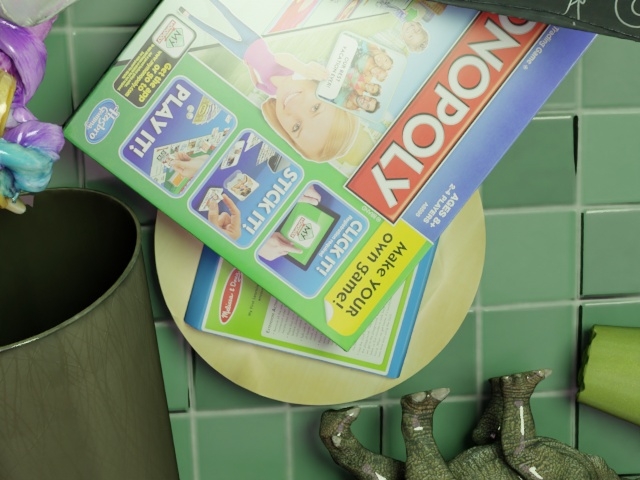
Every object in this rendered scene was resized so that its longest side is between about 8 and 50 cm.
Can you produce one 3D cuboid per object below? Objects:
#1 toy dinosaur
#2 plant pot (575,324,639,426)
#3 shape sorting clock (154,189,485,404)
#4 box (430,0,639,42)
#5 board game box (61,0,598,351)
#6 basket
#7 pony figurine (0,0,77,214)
[{"bbox_3d":[0.087,0.169,0.985,0.313,0.121,0.160,-10,84,-15],"label":"toy dinosaur"},{"bbox_3d":[0.205,0.086,1.014,0.079,0.083,0.083,13,105,5],"label":"plant pot"},{"bbox_3d":[0.000,0.000,0.992,0.206,0.040,0.206,-1,99,-9],"label":"shape sorting clock"},{"bbox_3d":[0.119,-0.248,0.789,0.163,0.142,0.247,10,124,-10],"label":"box"},{"bbox_3d":[0.029,-0.123,0.934,0.213,0.046,0.317,37,91,-11],"label":"board game box"},{"bbox_3d":[-0.159,0.113,0.951,0.154,0.204,0.227,-9,115,3],"label":"basket"},{"bbox_3d":[-0.226,-0.190,0.786,0.363,0.303,0.351,28,111,-32],"label":"pony figurine"}]
